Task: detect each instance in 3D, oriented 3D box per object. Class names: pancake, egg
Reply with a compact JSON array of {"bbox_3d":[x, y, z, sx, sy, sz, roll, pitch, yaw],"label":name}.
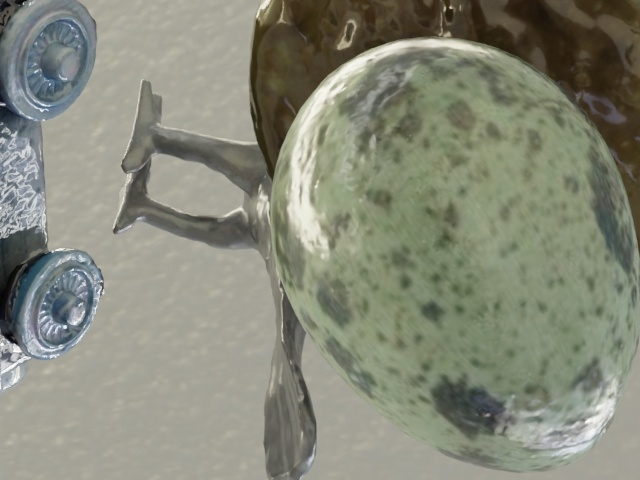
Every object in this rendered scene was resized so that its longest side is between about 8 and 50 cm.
[{"bbox_3d":[0.075,-0.052,0.817,0.242,0.242,0.050,58,-155,-13],"label":"pancake"},{"bbox_3d":[0.054,0.006,0.653,0.132,0.132,0.172,-18,-103,-38],"label":"egg"}]

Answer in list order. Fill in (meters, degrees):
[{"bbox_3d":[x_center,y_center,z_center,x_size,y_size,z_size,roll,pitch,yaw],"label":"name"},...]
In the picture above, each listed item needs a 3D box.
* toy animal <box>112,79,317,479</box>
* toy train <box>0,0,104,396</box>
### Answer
[{"bbox_3d":[-0.026,-0.021,0.995,0.206,0.081,0.367,21,-143,13],"label":"toy animal"},{"bbox_3d":[-0.221,-0.019,0.935,0.202,0.131,0.299,-34,-44,-42],"label":"toy train"}]
